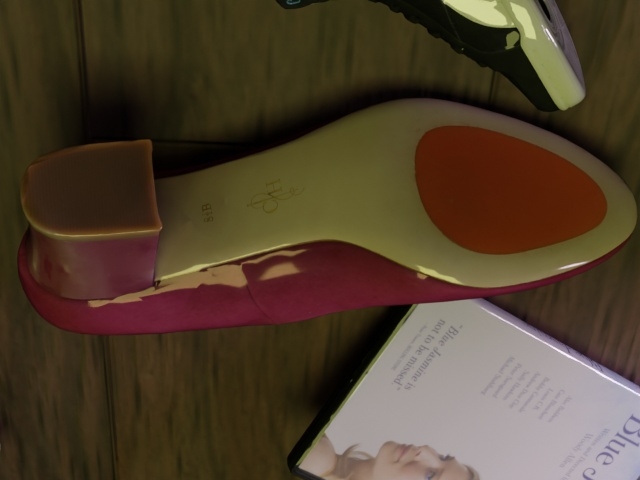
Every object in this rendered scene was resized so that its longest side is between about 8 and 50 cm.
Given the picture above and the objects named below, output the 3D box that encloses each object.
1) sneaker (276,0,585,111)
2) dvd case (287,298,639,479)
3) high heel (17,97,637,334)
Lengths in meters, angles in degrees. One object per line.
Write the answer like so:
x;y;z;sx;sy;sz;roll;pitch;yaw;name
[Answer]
0.044;-0.140;0.618;0.121;0.079;0.217;-28;115;24;sneaker
0.126;0.148;0.841;0.253;0.022;0.180;29;105;-21;dvd case
0.000;0.000;0.731;0.377;0.127;0.181;3;157;-8;high heel
